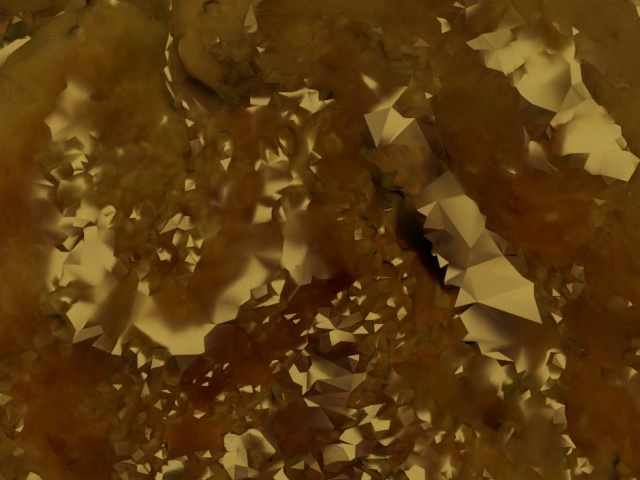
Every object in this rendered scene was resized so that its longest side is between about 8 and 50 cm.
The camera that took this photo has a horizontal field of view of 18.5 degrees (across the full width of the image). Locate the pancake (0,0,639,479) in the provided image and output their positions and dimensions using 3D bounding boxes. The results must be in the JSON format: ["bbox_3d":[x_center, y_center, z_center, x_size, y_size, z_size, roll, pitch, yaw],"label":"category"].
[{"bbox_3d":[0.000,0.001,0.698,0.387,0.082,0.387,0,114,-1],"label":"pancake"}]
